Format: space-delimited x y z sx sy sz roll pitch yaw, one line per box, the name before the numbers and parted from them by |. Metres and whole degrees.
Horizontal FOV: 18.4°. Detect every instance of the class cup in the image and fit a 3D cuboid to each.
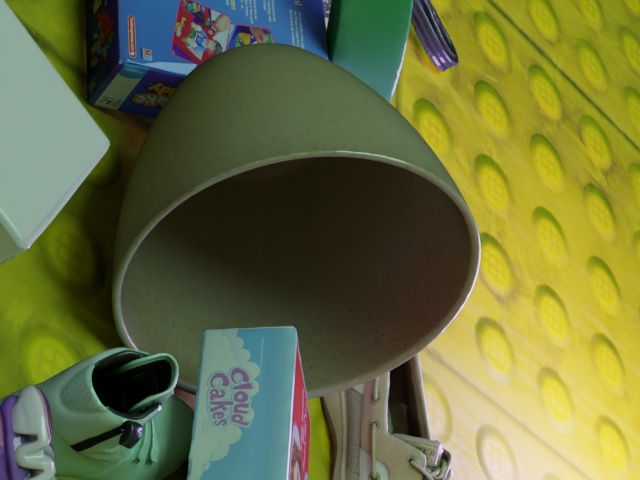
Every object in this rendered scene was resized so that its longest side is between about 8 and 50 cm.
cup | -0.040 -0.044 1.824 0.331 0.331 0.237 34 30 -41

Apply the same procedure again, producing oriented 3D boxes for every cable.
cable | 0.080 -0.335 2.465 0.287 0.072 0.139 59 12 -33

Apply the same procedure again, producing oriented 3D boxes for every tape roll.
tape roll | 0.027 -0.285 2.091 0.077 0.321 0.321 3 58 -12

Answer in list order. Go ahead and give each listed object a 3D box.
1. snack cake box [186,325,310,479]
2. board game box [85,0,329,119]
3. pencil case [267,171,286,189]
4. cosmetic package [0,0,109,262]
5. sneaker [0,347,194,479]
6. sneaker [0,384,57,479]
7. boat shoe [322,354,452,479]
snack cake box | -0.063 0.224 1.725 0.152 0.089 0.264 80 10 -51
board game box | -0.117 -0.274 1.996 0.233 0.078 0.347 13 55 -27
pencil case | 0.000 0.000 2.042 0.088 0.086 0.206 -45 115 -14
cosmetic package | -0.391 -0.167 1.438 0.453 0.230 0.161 54 33 -17
sneaker | -0.149 0.148 1.653 0.256 0.151 0.094 5 63 -57
sneaker | -0.248 0.232 1.513 0.095 0.104 0.236 -164 -112 -81
boat shoe | 0.076 0.228 1.986 0.109 0.098 0.302 21 51 -49
